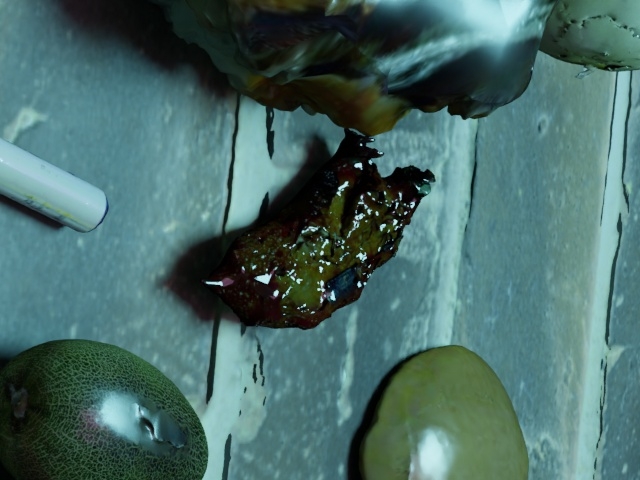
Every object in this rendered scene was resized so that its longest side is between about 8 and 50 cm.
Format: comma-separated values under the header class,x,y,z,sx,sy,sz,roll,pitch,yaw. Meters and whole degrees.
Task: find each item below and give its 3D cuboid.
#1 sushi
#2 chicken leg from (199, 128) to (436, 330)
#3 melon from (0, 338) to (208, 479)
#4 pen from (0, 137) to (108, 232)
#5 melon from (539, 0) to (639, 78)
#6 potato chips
class,x,y,z,sx,sy,sz,roll,pitch,yaw
sushi,0.026,-0.279,1.086,0.418,0.176,0.417,-4,98,-31
chicken leg,0.000,0.000,1.201,0.234,0.063,0.105,-44,121,-38
melon,-0.127,0.113,1.031,0.162,0.099,0.099,34,68,-52
pen,-0.212,-0.059,0.954,0.269,0.033,0.033,29,72,-48
melon,0.226,-0.277,1.319,0.223,0.223,0.316,20,76,-50
potato chips,0.109,0.178,1.361,0.208,0.062,0.195,51,54,-39
